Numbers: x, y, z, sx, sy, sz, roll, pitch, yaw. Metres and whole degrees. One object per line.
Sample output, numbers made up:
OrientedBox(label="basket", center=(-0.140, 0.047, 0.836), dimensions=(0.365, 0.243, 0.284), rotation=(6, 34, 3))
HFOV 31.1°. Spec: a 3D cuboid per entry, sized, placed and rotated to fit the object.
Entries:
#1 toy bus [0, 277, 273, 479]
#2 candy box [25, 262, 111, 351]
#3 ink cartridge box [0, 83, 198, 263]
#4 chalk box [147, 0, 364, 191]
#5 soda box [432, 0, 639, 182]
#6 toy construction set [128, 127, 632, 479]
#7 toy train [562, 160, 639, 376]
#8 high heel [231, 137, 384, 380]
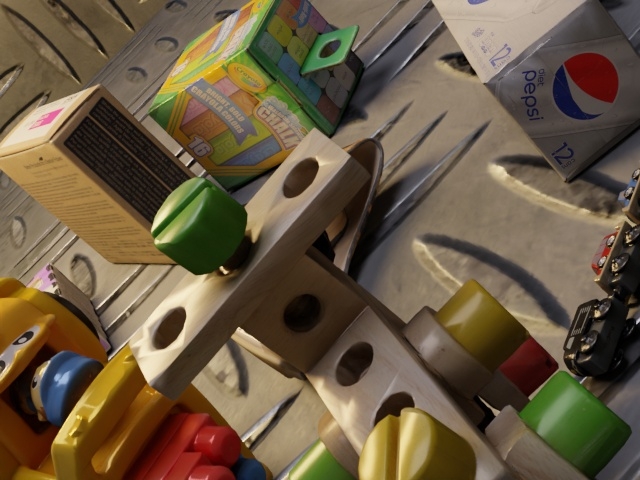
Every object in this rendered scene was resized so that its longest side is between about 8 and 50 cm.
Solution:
OrientedBox(label="toy bus", center=(-0.133, 0.129, 0.715), dimensions=(0.211, 0.220, 0.149), rotation=(-10, 35, 46))
OrientedBox(label="candy box", center=(-0.316, 0.125, 1.230), dimensions=(0.165, 0.070, 0.196), rotation=(-46, 21, -4))
OrientedBox(label="ink cartridge box", center=(-0.237, -0.065, 1.262), dimensions=(0.088, 0.193, 0.234), rotation=(-53, 24, -19))
OrientedBox(label="chalk box", center=(-0.052, -0.170, 1.204), dimensions=(0.213, 0.132, 0.132), rotation=(-26, 29, 39))
OrientedBox(label="soda box", center=(0.156, -0.157, 0.861), dimensions=(0.091, 0.098, 0.286), rotation=(-39, 22, 14))
OrientedBox(label="toy construction set", center=(0.066, 0.052, 0.448), dimensions=(0.309, 0.237, 0.257), rotation=(-33, 28, 25))
OrientedBox(label="toy train", center=(0.169, 0.011, 0.637), dimensions=(0.036, 0.027, 0.158), rotation=(-32, 23, 56))
OrientedBox(label="high heel", center=(0.000, 0.000, 0.853), dimensions=(0.186, 0.093, 0.261), rotation=(-51, 13, 1))
